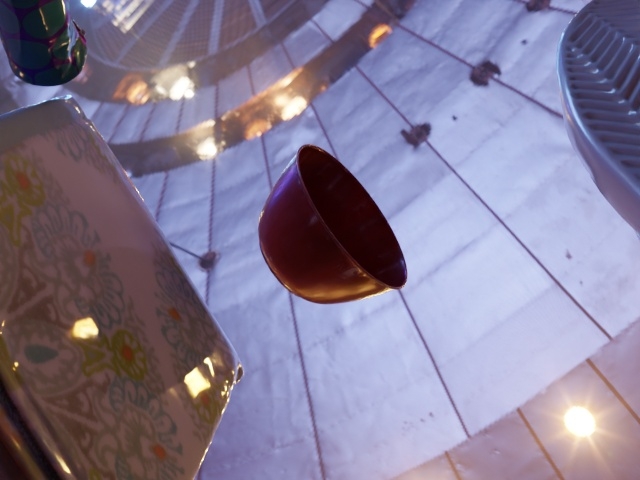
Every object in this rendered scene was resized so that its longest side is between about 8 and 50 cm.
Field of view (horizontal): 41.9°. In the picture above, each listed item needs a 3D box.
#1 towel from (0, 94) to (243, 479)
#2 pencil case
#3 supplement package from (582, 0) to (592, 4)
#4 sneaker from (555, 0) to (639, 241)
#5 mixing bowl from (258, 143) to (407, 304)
[{"bbox_3d":[-0.198,0.058,0.646,0.090,0.374,0.321,-25,-77,14],"label":"towel"},{"bbox_3d":[-0.224,-0.190,0.660,0.070,0.152,0.064,-31,-105,-21],"label":"pencil case"},{"bbox_3d":[0.219,-0.261,0.492,0.199,0.262,0.198,36,-78,47],"label":"supplement package"},{"bbox_3d":[0.194,0.010,0.354,0.131,0.148,0.350,-18,-139,15],"label":"sneaker"},{"bbox_3d":[0.000,0.000,0.883,0.098,0.181,0.181,-37,-123,21],"label":"mixing bowl"}]
